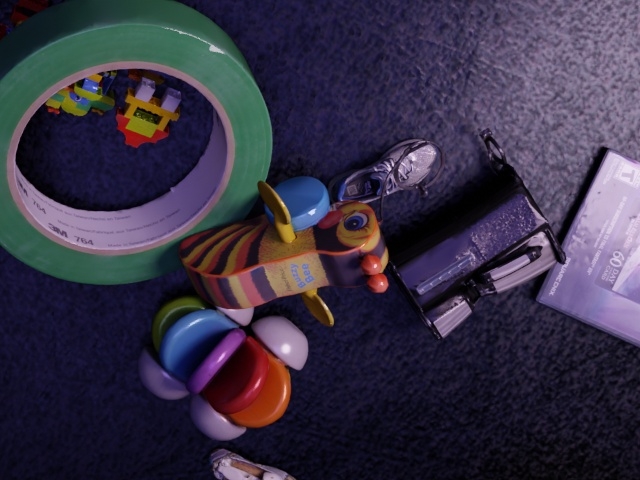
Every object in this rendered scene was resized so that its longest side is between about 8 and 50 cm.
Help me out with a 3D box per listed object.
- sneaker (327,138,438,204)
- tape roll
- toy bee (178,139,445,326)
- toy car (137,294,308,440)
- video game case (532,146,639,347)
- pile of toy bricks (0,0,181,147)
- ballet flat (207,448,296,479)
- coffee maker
[{"bbox_3d":[0.074,-0.070,1.641,0.135,0.058,0.052,-28,100,0],"label":"sneaker"},{"bbox_3d":[-0.213,-0.102,1.533,0.321,0.077,0.321,-9,127,-12],"label":"tape roll"},{"bbox_3d":[0.000,0.000,1.531,0.298,0.162,0.195,-39,127,12],"label":"toy bee"},{"bbox_3d":[-0.110,0.137,1.621,0.182,0.136,0.159,40,95,-9],"label":"toy car"},{"bbox_3d":[0.411,0.036,1.697,0.274,0.026,0.196,24,97,-6],"label":"video game case"},{"bbox_3d":[-0.265,-0.176,1.592,0.212,0.118,0.105,20,126,-22],"label":"pile of toy bricks"},{"bbox_3d":[-0.079,0.278,1.694,0.114,0.041,0.041,23,97,-7],"label":"ballet flat"},{"bbox_3d":[0.159,-0.001,1.641,0.178,0.120,0.171,-31,76,0],"label":"coffee maker"}]
